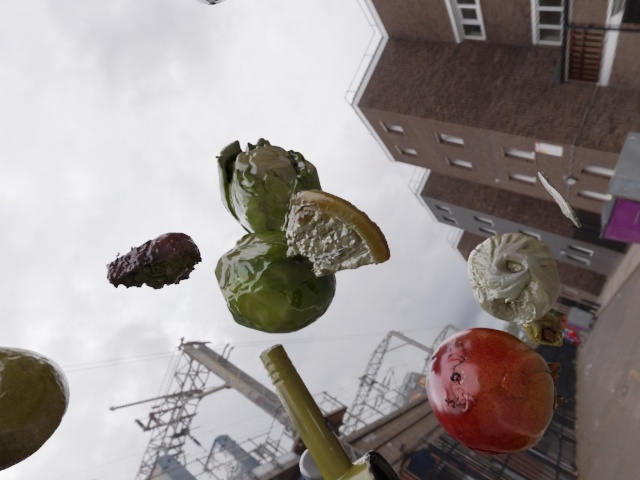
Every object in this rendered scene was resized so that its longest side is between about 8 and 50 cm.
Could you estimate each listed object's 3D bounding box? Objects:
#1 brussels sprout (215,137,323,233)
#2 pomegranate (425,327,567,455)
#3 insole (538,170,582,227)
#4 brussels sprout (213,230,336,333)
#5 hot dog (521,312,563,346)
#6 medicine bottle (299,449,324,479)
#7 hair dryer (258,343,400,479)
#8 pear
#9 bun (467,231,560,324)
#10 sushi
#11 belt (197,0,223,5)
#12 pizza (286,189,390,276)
[{"bbox_3d":[-0.194,-0.168,1.640,0.343,0.425,0.360,-27,-42,-36],"label":"brussels sprout"},{"bbox_3d":[0.299,0.253,0.735,0.235,0.210,0.210,-1,-65,-16],"label":"pomegranate"},{"bbox_3d":[0.448,-0.081,0.807,0.081,0.011,0.248,55,-155,-7],"label":"insole"},{"bbox_3d":[-0.122,0.122,1.217,0.344,0.344,0.268,-37,-39,-40],"label":"brussels sprout"},{"bbox_3d":[0.489,0.180,0.974,0.078,0.169,0.061,-45,-15,6],"label":"hot dog"},{"bbox_3d":[0.004,0.671,1.189,0.107,0.107,0.191,-35,-49,-41],"label":"medicine bottle"},{"bbox_3d":[-0.012,0.273,0.576,0.135,0.278,0.090,-39,-23,9],"label":"hair dryer"},{"bbox_3d":[-0.541,0.278,0.696,0.229,0.188,0.211,-2,-40,-29],"label":"pear"},{"bbox_3d":[0.402,0.075,0.901,0.128,0.179,0.193,47,-138,-50],"label":"bun"},{"bbox_3d":[-0.432,0.052,1.148,0.241,0.107,0.161,9,-54,-53],"label":"sushi"},{"bbox_3d":[-0.287,-0.804,1.103,0.122,0.218,0.338,-83,8,-77],"label":"belt"},{"bbox_3d":[0.000,0.000,0.760,0.034,0.181,0.262,-50,9,-34],"label":"pizza"}]
